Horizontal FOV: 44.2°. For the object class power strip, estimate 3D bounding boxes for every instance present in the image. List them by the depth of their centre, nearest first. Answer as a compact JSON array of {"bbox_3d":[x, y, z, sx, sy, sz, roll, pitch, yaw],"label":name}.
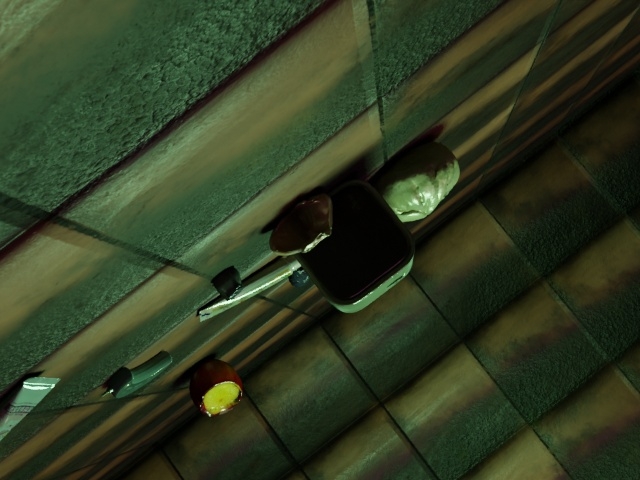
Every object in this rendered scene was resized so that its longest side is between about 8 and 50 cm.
[{"bbox_3d":[-0.489,0.358,2.052,0.137,0.044,0.216,-42,170,25],"label":"power strip"}]

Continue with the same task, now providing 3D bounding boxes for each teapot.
[{"bbox_3d":[-0.215,0.108,1.843,0.066,0.057,0.088,-28,166,-40],"label":"teapot"}]

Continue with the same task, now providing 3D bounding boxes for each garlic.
[{"bbox_3d":[-0.041,-0.034,1.750,0.174,0.099,0.124,-34,-171,0],"label":"garlic"}]

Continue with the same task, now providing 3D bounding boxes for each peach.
[{"bbox_3d":[-0.360,0.514,2.726,0.226,0.190,0.196,166,-56,-73],"label":"peach"}]

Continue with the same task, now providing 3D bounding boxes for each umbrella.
[{"bbox_3d":[-0.069,0.077,2.248,0.071,0.071,0.248,-37,163,-7],"label":"umbrella"}]

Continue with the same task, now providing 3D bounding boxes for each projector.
[{"bbox_3d":[0.077,0.021,1.918,0.248,0.248,0.249,-37,170,-1],"label":"projector"}]

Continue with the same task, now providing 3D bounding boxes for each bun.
[{"bbox_3d":[0.252,-0.141,2.074,0.259,0.160,0.259,-33,169,-8],"label":"bun"}]

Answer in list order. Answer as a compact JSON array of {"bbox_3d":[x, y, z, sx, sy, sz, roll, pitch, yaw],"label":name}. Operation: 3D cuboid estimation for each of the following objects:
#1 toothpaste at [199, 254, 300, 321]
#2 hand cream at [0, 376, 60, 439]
[{"bbox_3d":[-0.179,0.122,2.061,0.314,0.058,0.056,-30,-151,-18],"label":"toothpaste"},{"bbox_3d":[-0.650,0.371,1.547,0.331,0.058,0.085,-45,152,9],"label":"hand cream"}]
